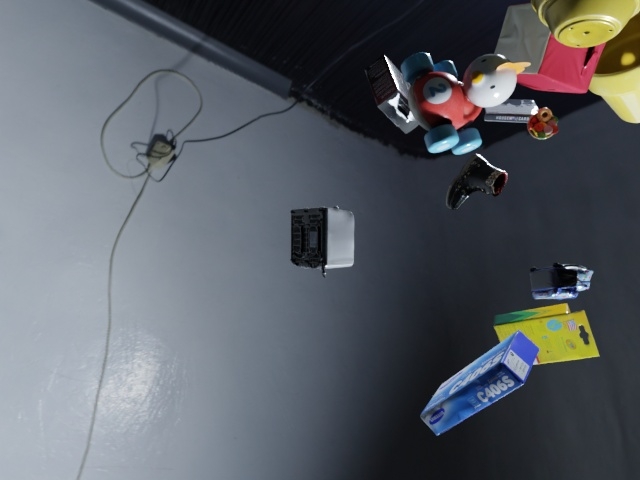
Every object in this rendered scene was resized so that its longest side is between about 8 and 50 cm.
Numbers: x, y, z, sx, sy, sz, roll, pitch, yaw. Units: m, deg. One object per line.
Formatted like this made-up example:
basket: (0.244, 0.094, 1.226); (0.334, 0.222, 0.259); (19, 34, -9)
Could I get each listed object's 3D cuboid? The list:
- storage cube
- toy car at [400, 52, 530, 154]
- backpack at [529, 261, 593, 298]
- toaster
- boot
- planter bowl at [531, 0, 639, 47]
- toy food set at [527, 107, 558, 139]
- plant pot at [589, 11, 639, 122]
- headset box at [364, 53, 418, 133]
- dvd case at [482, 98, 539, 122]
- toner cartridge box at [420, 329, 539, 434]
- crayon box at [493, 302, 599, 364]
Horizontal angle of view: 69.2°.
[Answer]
storage cube: (0.603, -0.512, 1.241); (0.193, 0.215, 0.184); (6, 108, -27)
toy car: (0.338, -0.342, 1.033); (0.210, 0.238, 0.219); (-7, 77, -44)
backpack: (0.829, 0.142, 1.584); (0.173, 0.158, 0.117); (3, 79, -11)
toaster: (0.000, 0.000, 1.250); (0.110, 0.168, 0.186); (0, 90, -36)
boot: (0.597, -0.199, 1.790); (0.085, 0.236, 0.179); (16, 21, -31)
planter bowl: (0.526, -0.444, 0.911); (0.217, 0.217, 0.090); (11, 86, -36)
toy food set: (0.635, -0.330, 1.325); (0.083, 0.083, 0.020); (52, 3, 8)
plant pot: (0.907, -0.478, 1.325); (0.239, 0.254, 0.254); (39, 52, -33)
headset box: (0.318, -0.609, 1.962); (0.218, 0.110, 0.293); (30, 38, -40)
dvd case: (0.650, -0.448, 1.592); (0.239, 0.179, 0.030); (-62, 155, -57)
toner cartridge box: (0.429, 0.395, 1.274); (0.075, 0.348, 0.165); (46, 42, 13)
crayon box: (0.848, 0.360, 1.755); (0.081, 0.318, 0.202); (-44, 113, -57)
